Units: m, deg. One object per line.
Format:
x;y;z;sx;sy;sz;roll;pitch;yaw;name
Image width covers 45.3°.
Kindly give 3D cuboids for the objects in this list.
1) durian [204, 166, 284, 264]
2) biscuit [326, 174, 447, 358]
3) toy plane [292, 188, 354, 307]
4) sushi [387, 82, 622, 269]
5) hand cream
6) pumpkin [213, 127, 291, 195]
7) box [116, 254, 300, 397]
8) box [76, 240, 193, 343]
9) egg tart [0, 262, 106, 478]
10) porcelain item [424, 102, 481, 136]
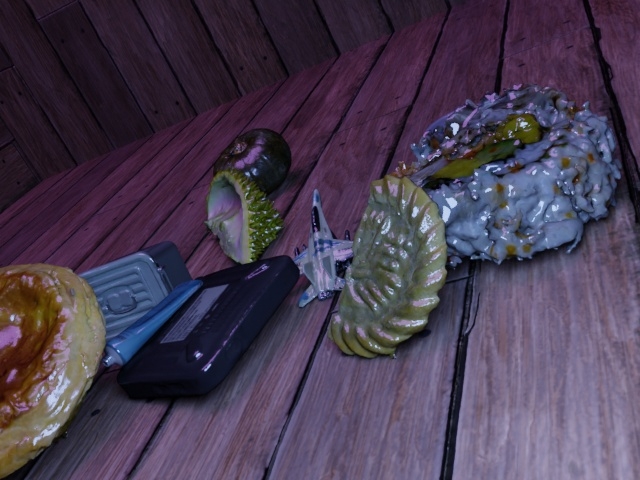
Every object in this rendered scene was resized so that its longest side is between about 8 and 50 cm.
-0.195;-0.060;1.741;0.169;0.158;0.352;-43;27;-7;durian
0.102;0.042;1.087;0.187;0.036;0.273;14;89;49;biscuit
0.005;0.007;1.410;0.192;0.088;0.262;-18;38;16;toy plane
0.269;-0.096;1.230;0.417;0.176;0.417;-24;23;11;sushi
-0.298;0.142;1.345;0.083;0.048;0.224;-12;26;48;hand cream
-0.176;-0.193;2.008;0.224;0.157;0.223;-26;36;21;pumpkin
-0.192;0.147;1.311;0.289;0.073;0.290;-15;30;47;box
-0.390;0.101;1.602;0.243;0.163;0.135;-20;14;21;box
-0.546;0.243;1.332;0.443;0.178;0.443;-13;48;15;egg tart
0.288;-0.187;1.498;0.147;0.114;0.147;-23;20;9;porcelain item
